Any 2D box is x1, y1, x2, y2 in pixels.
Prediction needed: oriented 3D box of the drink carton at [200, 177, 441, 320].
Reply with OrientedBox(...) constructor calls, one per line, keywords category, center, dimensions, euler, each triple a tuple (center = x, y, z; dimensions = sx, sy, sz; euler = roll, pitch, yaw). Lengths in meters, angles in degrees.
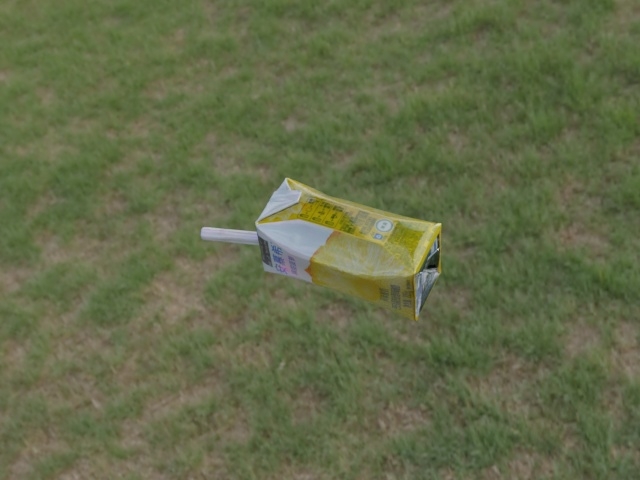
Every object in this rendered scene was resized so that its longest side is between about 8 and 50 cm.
OrientedBox(category="drink carton", center=(0.000, 0.000, 0.838), dimensions=(0.200, 0.084, 0.074), euler=(18, 55, 20))
